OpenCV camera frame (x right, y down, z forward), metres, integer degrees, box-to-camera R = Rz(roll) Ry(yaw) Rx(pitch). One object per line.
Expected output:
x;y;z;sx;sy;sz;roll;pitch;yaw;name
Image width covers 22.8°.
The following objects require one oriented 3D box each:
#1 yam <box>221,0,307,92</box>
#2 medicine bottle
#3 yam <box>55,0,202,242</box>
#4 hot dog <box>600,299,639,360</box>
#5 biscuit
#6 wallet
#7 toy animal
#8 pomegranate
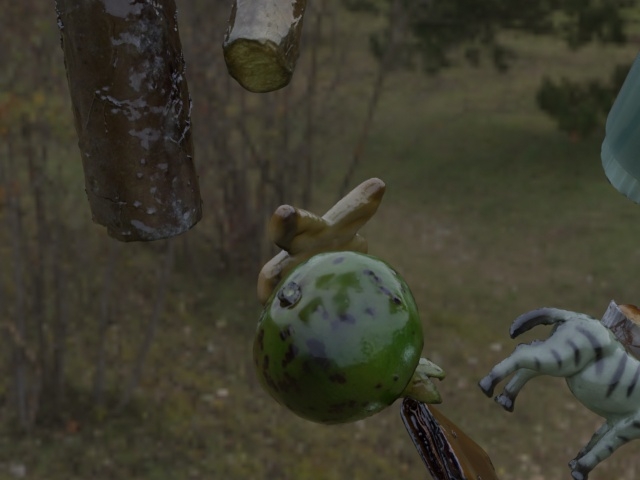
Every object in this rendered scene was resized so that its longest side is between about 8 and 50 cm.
-0.028;-0.308;1.543;0.081;0.081;0.357;4;61;12;yam
0.438;-0.176;1.858;0.158;0.318;0.158;4;59;-7;medicine bottle
-0.195;-0.145;1.602;0.131;0.280;0.131;-6;14;2;yam
0.394;0.135;1.761;0.192;0.053;0.099;41;7;12;hot dog
0.000;0.001;2.211;0.208;0.164;0.047;-18;43;-44;biscuit
0.173;0.280;1.923;0.042;0.161;0.195;-40;33;8;wallet
0.255;0.121;1.371;0.217;0.176;0.073;40;6;-20;toy animal
0.038;0.127;1.856;0.263;0.211;0.211;37;-1;-31;pomegranate
